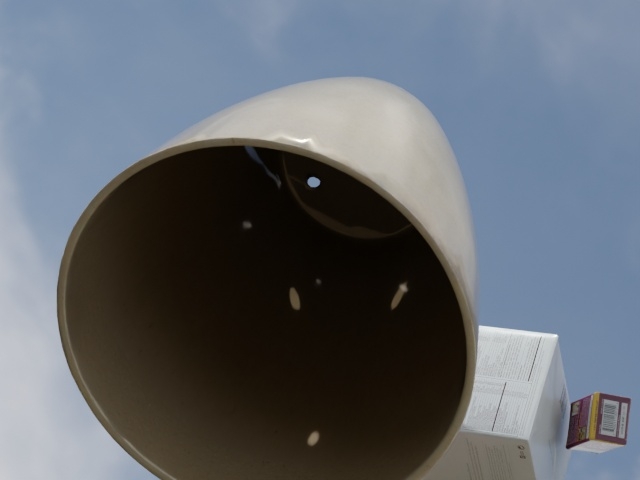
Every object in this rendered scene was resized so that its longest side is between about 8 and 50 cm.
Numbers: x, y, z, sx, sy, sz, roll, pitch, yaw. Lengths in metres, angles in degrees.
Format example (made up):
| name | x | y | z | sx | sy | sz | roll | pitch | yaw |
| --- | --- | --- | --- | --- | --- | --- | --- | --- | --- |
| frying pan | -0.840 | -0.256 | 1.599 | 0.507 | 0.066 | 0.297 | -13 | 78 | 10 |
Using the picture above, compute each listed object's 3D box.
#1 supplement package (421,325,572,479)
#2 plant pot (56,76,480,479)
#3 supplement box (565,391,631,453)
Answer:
| name | x | y | z | sx | sy | sz | roll | pitch | yaw |
| --- | --- | --- | --- | --- | --- | --- | --- | --- | --- |
| supplement package | 0.162 | 0.206 | 1.988 | 0.203 | 0.149 | 0.194 | 6 | -39 | 20 |
| plant pot | 0.000 | 0.000 | 1.164 | 0.256 | 0.274 | 0.256 | 7 | -63 | 14 |
| supplement box | 0.304 | 0.201 | 1.959 | 0.043 | 0.055 | 0.083 | 11 | -15 | -10 |
